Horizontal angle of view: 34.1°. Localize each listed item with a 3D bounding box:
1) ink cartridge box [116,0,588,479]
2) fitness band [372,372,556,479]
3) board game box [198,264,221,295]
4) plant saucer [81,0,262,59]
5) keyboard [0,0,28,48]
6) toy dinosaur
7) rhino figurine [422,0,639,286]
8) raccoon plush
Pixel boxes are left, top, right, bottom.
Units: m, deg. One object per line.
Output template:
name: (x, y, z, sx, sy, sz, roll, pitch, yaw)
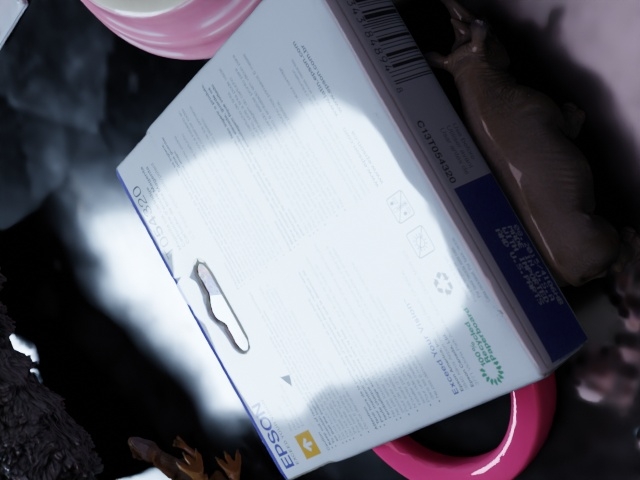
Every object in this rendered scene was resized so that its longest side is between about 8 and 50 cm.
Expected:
ink cartridge box: (0.000, 0.000, 0.818, 0.330, 0.071, 0.324, -35, 82, 50)
fitness band: (0.077, 0.079, 0.880, 0.209, 0.054, 0.291, -27, 89, 33)
board game box: (-0.095, -0.011, 0.976, 0.168, 0.033, 0.133, -7, 100, 35)
plant saucer: (-0.136, -0.318, 0.883, 0.332, 0.084, 0.332, 11, 110, 32)
keyboard: (-0.410, -0.308, 1.080, 0.256, 0.014, 0.072, 44, 113, 1)
toy dinosaur: (-0.115, 0.266, 1.065, 0.211, 0.064, 0.112, 49, 139, 24)
rhino figurine: (0.145, -0.075, 0.751, 0.073, 0.106, 0.243, -29, 87, 36)
raccoon plush: (-0.300, 0.159, 1.099, 0.446, 0.216, 0.299, 3, 96, 17)
